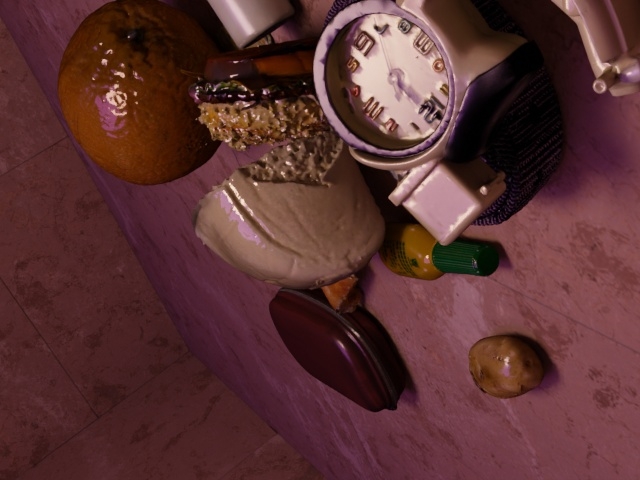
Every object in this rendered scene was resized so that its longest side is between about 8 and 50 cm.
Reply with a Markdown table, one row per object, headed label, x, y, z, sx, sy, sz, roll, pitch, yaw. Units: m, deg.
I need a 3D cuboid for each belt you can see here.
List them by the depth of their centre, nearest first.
| label | x | y | z | sx | sy | sz | roll | pitch | yaw |
| --- | --- | --- | --- | --- | --- | --- | --- | --- | --- |
| belt | 0.137 | -0.169 | 0.991 | 0.325 | 0.122 | 0.260 | 51 | 153 | 0 |

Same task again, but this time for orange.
| label | x | y | z | sx | sy | sz | roll | pitch | yaw |
| --- | --- | --- | --- | --- | --- | --- | --- | --- | --- |
| orange | -0.315 | -0.272 | 1.541 | 0.322 | 0.322 | 0.357 | 48 | 165 | 16 |

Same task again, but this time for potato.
| label | x | y | z | sx | sy | sz | roll | pitch | yaw |
| --- | --- | --- | --- | --- | --- | --- | --- | --- | --- |
| potato | 0.281 | 0.196 | 1.320 | 0.107 | 0.080 | 0.170 | 43 | 159 | -5 |

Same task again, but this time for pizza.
| label | x | y | z | sx | sy | sz | roll | pitch | yaw |
| --- | --- | --- | --- | --- | --- | --- | --- | --- | --- |
| pizza | 0.000 | 0.000 | 1.636 | 0.182 | 0.074 | 0.365 | 16 | 137 | 62 |

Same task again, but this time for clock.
| label | x | y | z | sx | sy | sz | roll | pitch | yaw |
| --- | --- | --- | --- | --- | --- | --- | --- | --- | --- |
| clock | 0.158 | -0.187 | 0.781 | 0.276 | 0.120 | 0.379 | 48 | 134 | 4 |

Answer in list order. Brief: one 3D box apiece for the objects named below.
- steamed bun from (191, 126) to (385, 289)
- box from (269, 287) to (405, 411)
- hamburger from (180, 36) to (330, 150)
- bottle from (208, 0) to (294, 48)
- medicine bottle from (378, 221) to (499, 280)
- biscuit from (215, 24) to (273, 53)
| label | x | y | z | sx | sy | sz | roll | pitch | yaw |
| --- | --- | --- | --- | --- | --- | --- | --- | --- | --- |
| steamed bun | -0.060 | -0.033 | 1.378 | 0.273 | 0.272 | 0.290 | 63 | 171 | 10 |
| box | 0.030 | 0.230 | 1.890 | 0.404 | 0.108 | 0.263 | 20 | 142 | 58 |
| hamburger | -0.058 | -0.207 | 1.205 | 0.262 | 0.243 | 0.138 | 16 | 120 | 56 |
| bottle | -0.142 | -0.409 | 1.243 | 0.245 | 0.104 | 0.104 | 56 | 160 | -9 |
| medicine bottle | 0.173 | 0.021 | 1.291 | 0.260 | 0.064 | 0.094 | 8 | 122 | 64 |
| biscuit | -0.121 | -0.324 | 1.460 | 0.144 | 0.016 | 0.203 | 56 | 161 | -7 |
